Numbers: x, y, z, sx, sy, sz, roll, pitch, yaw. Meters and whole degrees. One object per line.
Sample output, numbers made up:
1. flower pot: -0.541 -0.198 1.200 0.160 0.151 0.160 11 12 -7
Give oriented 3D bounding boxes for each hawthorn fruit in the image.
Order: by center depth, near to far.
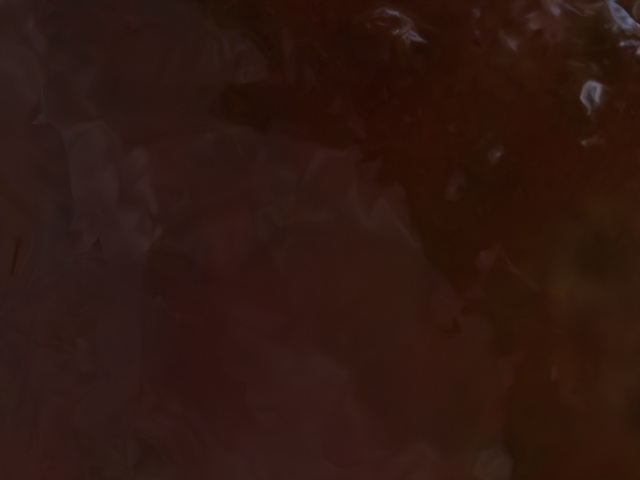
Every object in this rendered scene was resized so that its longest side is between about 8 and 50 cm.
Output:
1. hawthorn fruit: 0.000 0.000 0.463 0.299 0.275 0.275 8 -33 -18
